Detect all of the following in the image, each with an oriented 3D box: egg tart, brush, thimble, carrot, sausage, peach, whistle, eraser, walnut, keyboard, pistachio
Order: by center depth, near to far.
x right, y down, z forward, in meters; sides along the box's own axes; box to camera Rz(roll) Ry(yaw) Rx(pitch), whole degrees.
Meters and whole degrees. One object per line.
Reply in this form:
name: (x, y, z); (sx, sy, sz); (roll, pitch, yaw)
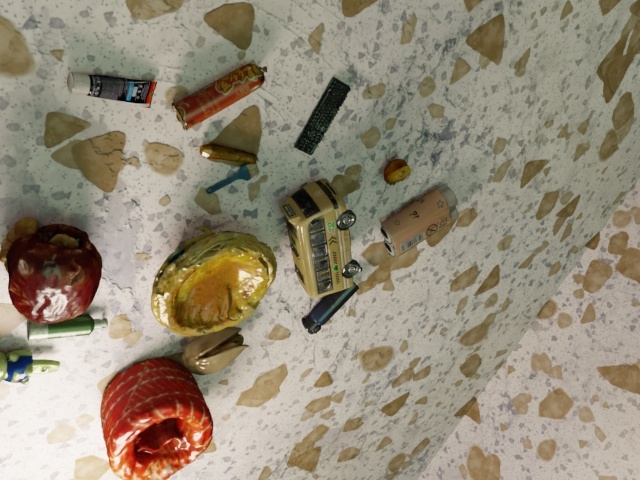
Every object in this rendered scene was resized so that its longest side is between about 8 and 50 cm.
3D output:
walnut: (-0.666, 0.080, 1.356); (0.244, 0.221, 0.269); (20, 121, -8)
sausage: (-0.244, -0.371, 1.404); (0.264, 0.083, 0.083); (-34, 134, -12)
whistle: (-0.824, 0.343, 1.504); (0.227, 0.085, 0.105); (11, 123, -40)
carrot: (-0.246, -0.233, 1.520); (0.171, 0.042, 0.042); (6, 117, -37)
brush: (-0.249, -0.174, 1.581); (0.164, 0.014, 0.051); (-29, 131, -13)
keyboard: (0.006, -0.356, 1.621); (0.072, 0.023, 0.231); (20, 108, -39)
egg tart: (-0.315, 0.109, 1.634); (0.388, 0.169, 0.387); (-20, 134, -22)
thimble: (-0.524, 0.573, 1.776); (0.350, 0.230, 0.350); (-17, 128, -23)
pistachio: (-0.344, 0.357, 1.817); (0.215, 0.144, 0.143); (-20, 130, -30)
peach: (0.249, -0.231, 1.852); (0.098, 0.061, 0.098); (-22, 153, -12)
eraser: (0.363, -0.066, 2.033); (0.291, 0.087, 0.171); (-32, 136, -11)

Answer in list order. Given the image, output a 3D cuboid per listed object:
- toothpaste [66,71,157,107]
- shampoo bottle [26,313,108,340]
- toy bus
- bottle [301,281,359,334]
toothpaste: (-0.476, -0.346, 1.285); (0.194, 0.045, 0.071); (-3, 131, -40)
shampoo bottle: (-0.692, 0.236, 1.538); (0.205, 0.065, 0.065); (-1, 121, -34)
toy bus: (0.000, 0.000, 1.766); (0.202, 0.177, 0.365); (-20, 132, -14)
bottle: (0.035, 0.236, 2.022); (0.244, 0.082, 0.072); (-45, 142, 2)
